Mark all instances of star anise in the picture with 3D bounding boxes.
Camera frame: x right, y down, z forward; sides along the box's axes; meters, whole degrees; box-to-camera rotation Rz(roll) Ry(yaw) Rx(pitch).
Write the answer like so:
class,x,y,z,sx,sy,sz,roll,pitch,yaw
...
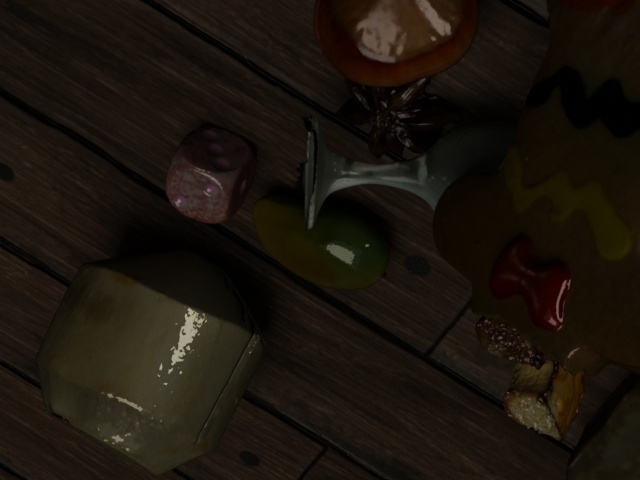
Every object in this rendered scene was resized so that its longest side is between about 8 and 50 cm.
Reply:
class,x,y,z,sx,sy,sz,roll,pitch,yaw
star anise,0.083,-0.155,1.640,0.168,0.057,0.168,14,135,15

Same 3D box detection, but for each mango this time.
class,x,y,z,sx,sy,sz,roll,pitch,yaw
mango,0.002,0.003,1.810,0.191,0.085,0.122,19,145,26

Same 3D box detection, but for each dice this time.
class,x,y,z,sx,sy,sz,roll,pitch,yaw
dice,-0.142,-0.085,1.797,0.091,0.093,0.094,21,134,10

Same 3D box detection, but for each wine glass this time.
class,x,y,z,sx,sy,sz,roll,pitch,yaw
wine glass,0.132,-0.072,1.574,0.321,0.143,0.143,0,132,-2

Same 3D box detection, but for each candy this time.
class,x,y,z,sx,sy,sz,roll,pitch,yaw
candy,0.407,0.250,1.791,0.102,0.104,0.234,32,136,7

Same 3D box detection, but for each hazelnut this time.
class,x,y,z,sx,sy,sz,roll,pitch,yaw
hazelnut,0.078,-0.252,1.492,0.182,0.182,0.182,15,134,16

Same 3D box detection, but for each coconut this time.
class,x,y,z,sx,sy,sz,roll,pitch,yaw
coconut,-0.232,0.158,1.936,0.323,0.323,0.323,15,134,16

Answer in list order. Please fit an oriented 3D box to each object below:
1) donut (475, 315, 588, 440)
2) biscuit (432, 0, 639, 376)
class,x,y,z,sx,sy,sz,roll,pitch,yaw
donut,0.271,0.139,1.746,0.085,0.141,0.217,7,131,36
biscuit,0.280,-0.073,1.338,0.076,0.394,0.368,20,-168,-40
